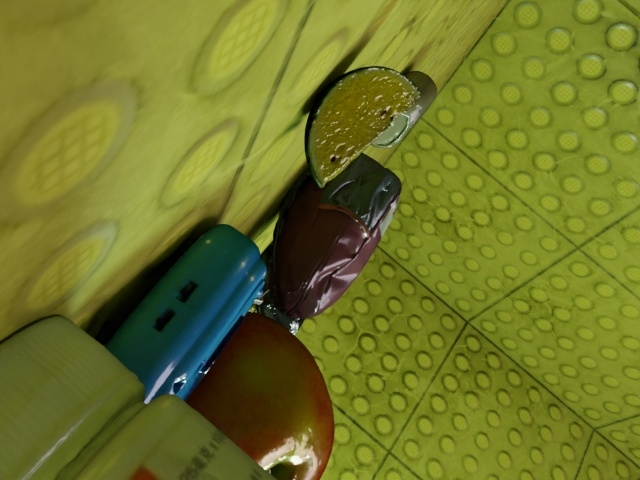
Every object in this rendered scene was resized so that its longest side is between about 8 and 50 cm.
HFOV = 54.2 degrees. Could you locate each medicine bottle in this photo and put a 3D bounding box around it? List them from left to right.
[{"bbox_3d":[-0.145,0.251,0.522,0.211,0.371,0.211,-50,178,-2],"label":"medicine bottle"}]

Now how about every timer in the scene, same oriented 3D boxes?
[{"bbox_3d":[-0.199,0.147,0.810,0.309,0.115,0.340,-57,-177,-38],"label":"timer"}]

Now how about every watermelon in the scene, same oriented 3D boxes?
[{"bbox_3d":[0.035,-0.166,0.790,0.181,0.092,0.075,-41,163,-5],"label":"watermelon"}]

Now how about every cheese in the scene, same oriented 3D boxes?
[{"bbox_3d":[0.188,-0.299,1.399,0.175,0.091,0.202,-50,178,40],"label":"cheese"}]

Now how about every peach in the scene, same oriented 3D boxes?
[{"bbox_3d":[-0.145,0.258,1.090,0.306,0.380,0.243,-29,127,-28],"label":"peach"}]

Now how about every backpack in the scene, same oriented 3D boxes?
[{"bbox_3d":[-0.088,0.114,1.591,0.206,0.133,0.258,-42,128,-63],"label":"backpack"},{"bbox_3d":[0.000,0.000,1.210,0.317,0.197,0.283,-60,-178,-11],"label":"backpack"}]

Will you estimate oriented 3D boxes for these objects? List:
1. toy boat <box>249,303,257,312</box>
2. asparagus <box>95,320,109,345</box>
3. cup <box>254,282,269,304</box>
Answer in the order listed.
[{"bbox_3d":[-0.252,0.231,1.514,0.141,0.099,0.318,-52,179,43],"label":"toy boat"},{"bbox_3d":[-0.273,0.141,0.745,0.016,0.013,0.166,-31,164,-47],"label":"asparagus"},{"bbox_3d":[-0.156,0.104,1.216,0.099,0.102,0.074,-55,-167,48],"label":"cup"}]
